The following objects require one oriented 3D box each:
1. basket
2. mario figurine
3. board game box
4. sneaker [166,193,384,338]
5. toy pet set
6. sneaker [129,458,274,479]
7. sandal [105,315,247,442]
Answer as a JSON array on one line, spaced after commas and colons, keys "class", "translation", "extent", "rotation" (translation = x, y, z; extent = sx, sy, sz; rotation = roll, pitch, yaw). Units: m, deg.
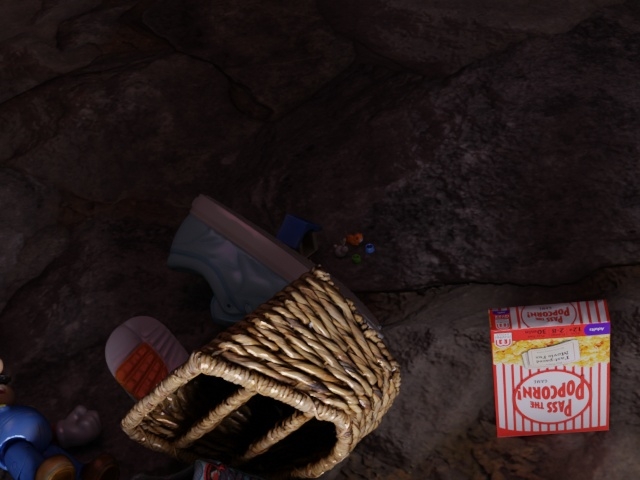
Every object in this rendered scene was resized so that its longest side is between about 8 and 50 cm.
[{"class": "basket", "translation": [-0.069, 0.208, 1.720], "extent": [0.223, 0.299, 0.213], "rotation": [-36, 88, -36]}, {"class": "mario figurine", "translation": [-0.408, 0.225, 1.860], "extent": [0.320, 0.198, 0.170], "rotation": [28, 64, 32]}, {"class": "board game box", "translation": [0.291, 0.164, 1.791], "extent": [0.147, 0.193, 0.045], "rotation": [-5, 39, 6]}, {"class": "sneaker", "translation": [-0.073, 0.082, 2.050], "extent": [0.366, 0.135, 0.150], "rotation": [34, 94, 30]}, {"class": "toy pet set", "translation": [0.000, 0.000, 2.154], "extent": [0.114, 0.065, 0.122], "rotation": [26, 50, 36]}, {"class": "sneaker", "translation": [-0.121, 0.325, 1.725], "extent": [0.262, 0.125, 0.104], "rotation": [-7, 39, 2]}, {"class": "sandal", "translation": [-0.198, 0.219, 1.923], "extent": [0.102, 0.076, 0.265], "rotation": [-34, 66, -23]}]
